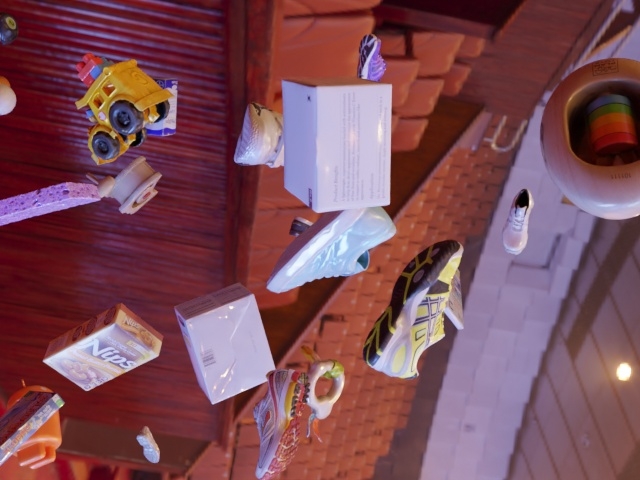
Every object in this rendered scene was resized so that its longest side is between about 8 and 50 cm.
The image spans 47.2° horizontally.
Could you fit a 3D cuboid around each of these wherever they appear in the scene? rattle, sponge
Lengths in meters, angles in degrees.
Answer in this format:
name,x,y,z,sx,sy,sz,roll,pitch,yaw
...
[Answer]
name,x,y,z,sx,sy,sz,roll,pitch,yaw
rattle,-0.029,0.382,1.832,0.130,0.142,0.200,-4,106,-59
sponge,-0.497,-0.058,1.244,0.117,0.210,0.031,-23,98,-83

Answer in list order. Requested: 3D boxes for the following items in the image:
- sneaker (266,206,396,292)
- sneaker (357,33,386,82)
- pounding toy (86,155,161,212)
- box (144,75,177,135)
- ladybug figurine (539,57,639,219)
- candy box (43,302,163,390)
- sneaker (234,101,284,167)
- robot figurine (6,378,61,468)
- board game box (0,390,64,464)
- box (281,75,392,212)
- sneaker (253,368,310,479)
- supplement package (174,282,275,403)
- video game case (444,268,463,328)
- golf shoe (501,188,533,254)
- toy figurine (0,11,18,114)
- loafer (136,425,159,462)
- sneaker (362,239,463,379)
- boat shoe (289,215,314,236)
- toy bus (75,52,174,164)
name,x,y,z,sx,sy,sz,roll,pitch,yaw
sneaker,0.019,0.041,1.586,0.366,0.150,0.135,-40,-165,44
sneaker,0.131,-0.445,1.803,0.170,0.071,0.068,97,-16,-66
pounding toy,-0.545,-0.179,2.051,0.154,0.155,0.269,-44,-178,-1
box,-0.423,-0.332,1.787,0.072,0.126,0.137,-49,146,-71
ladybug figurine,0.653,-0.223,1.636,0.162,0.305,0.449,57,36,-47
candy box,-0.656,0.326,2.213,0.316,0.183,0.088,-27,-144,24
sneaker,-0.075,-0.227,1.668,0.366,0.210,0.137,-100,-156,-77
robot figurine,-0.738,0.468,1.882,0.128,0.158,0.219,-48,-132,38
board game box,-0.698,0.426,1.668,0.201,0.136,0.035,-49,120,-41
box,0.020,-0.152,1.108,0.182,0.119,0.181,-139,-134,-66
sneaker,-0.090,0.367,1.471,0.088,0.092,0.225,33,70,-62
supplement package,-0.267,0.285,2.062,0.145,0.204,0.262,25,-48,65
video game case,0.395,0.148,2.222,0.212,0.023,0.193,45,41,-57
golf shoe,0.511,-0.054,1.903,0.086,0.069,0.176,59,42,-64
toy figurine,-0.668,-0.357,1.430,0.209,0.148,0.213,-139,-128,-62
loafer,-0.473,0.569,2.043,0.039,0.045,0.125,-72,156,-49
sneaker,0.258,0.174,1.866,0.385,0.147,0.145,-57,-164,-3
boat shoe,0.000,0.000,2.168,0.065,0.206,0.075,-63,-164,-6
toy bus,-0.481,-0.313,1.672,0.220,0.211,0.149,-41,-174,30
